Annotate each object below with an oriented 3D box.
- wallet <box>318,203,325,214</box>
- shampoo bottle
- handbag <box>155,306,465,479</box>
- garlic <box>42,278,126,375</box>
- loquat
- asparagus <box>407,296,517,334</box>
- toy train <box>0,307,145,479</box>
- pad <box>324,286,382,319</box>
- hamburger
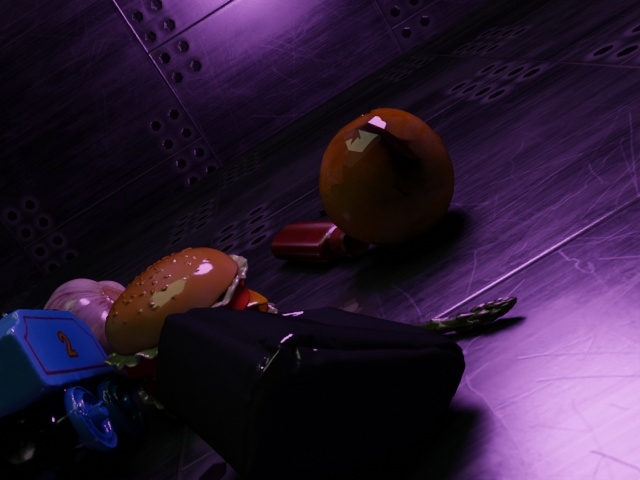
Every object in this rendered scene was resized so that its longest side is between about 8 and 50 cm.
[{"bbox_3d":[0.066,-0.103,1.579,0.157,0.018,0.082,-22,19,30],"label":"wallet"},{"bbox_3d":[0.000,0.000,1.332,0.102,0.064,0.260,-40,19,-25],"label":"shampoo bottle"},{"bbox_3d":[-0.017,0.170,0.768,0.275,0.177,0.302,8,-2,-30],"label":"handbag"},{"bbox_3d":[-0.444,0.212,1.340,0.253,0.245,0.245,-63,14,10],"label":"garlic"},{"bbox_3d":[0.112,-0.103,1.147,0.235,0.235,0.235,-29,17,10],"label":"loquat"},{"bbox_3d":[0.139,0.109,0.861,0.236,0.027,0.034,-19,32,37],"label":"asparagus"},{"bbox_3d":[-0.414,0.234,1.020,0.188,0.265,0.300,-34,-6,-3],"label":"toy train"},{"bbox_3d":[0.024,0.133,1.032,0.127,0.004,0.190,-33,18,-2],"label":"pad"},{"bbox_3d":[-0.215,0.130,1.096,0.275,0.212,0.274,-29,17,10],"label":"hamburger"}]
